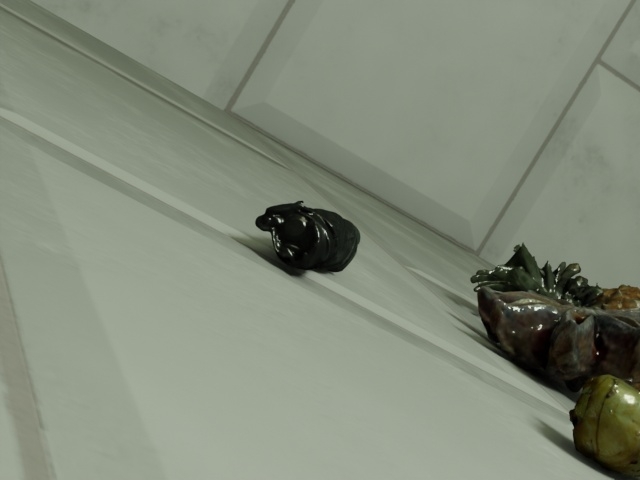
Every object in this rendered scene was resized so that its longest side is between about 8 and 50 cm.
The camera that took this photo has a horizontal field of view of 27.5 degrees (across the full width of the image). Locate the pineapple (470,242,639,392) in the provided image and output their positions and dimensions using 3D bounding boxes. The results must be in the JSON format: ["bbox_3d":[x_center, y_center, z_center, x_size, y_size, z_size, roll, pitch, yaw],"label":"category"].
[{"bbox_3d":[0.345,0.108,1.680,0.340,0.169,0.169,20,6,-2],"label":"pineapple"}]

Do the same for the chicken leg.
[{"bbox_3d":[0.265,0.166,1.105,0.178,0.070,0.093,36,19,-39],"label":"chicken leg"}]

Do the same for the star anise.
[{"bbox_3d":[0.288,0.116,1.446,0.223,0.109,0.236,6,2,42],"label":"star anise"}]

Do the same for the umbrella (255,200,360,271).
[{"bbox_3d":[0.000,0.000,1.205,0.066,0.059,0.235,56,9,9],"label":"umbrella"}]
